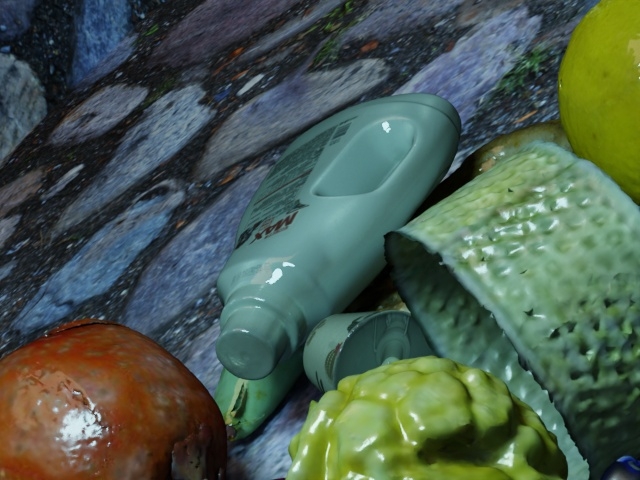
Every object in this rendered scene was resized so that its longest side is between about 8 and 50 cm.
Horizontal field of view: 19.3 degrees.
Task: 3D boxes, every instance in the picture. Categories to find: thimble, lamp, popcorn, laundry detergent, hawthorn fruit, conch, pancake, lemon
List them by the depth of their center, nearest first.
[{"bbox_3d":[0.075,0.203,1.389,0.249,0.249,0.225,-35,23,2],"label":"popcorn"},{"bbox_3d":[0.184,0.063,1.499,0.150,0.271,0.271,-34,18,-10],"label":"thimble"},{"bbox_3d":[0.073,0.128,1.764,0.121,0.121,0.215,-42,31,-19],"label":"lamp"},{"bbox_3d":[0.341,-0.137,1.771,0.236,0.236,0.263,-30,49,15],"label":"lemon"},{"bbox_3d":[-0.201,0.218,1.816,0.276,0.276,0.307,-44,36,-25],"label":"hawthorn fruit"},{"bbox_3d":[0.155,0.006,1.981,0.382,0.071,0.382,-34,17,12],"label":"pancake"},{"bbox_3d":[0.000,0.000,1.996,0.264,0.125,0.398,-25,20,33],"label":"laundry detergent"},{"bbox_3d":[-0.078,0.155,2.023,0.106,0.079,0.170,-34,16,49],"label":"conch"}]

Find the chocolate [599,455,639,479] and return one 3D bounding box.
[{"bbox_3d":[0.164,0.261,1.215,0.126,0.148,0.343,35,75,28],"label":"chocolate"}]

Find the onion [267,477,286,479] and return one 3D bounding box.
[{"bbox_3d":[-0.014,0.264,1.548,0.198,0.135,0.173,-15,30,42],"label":"onion"}]
